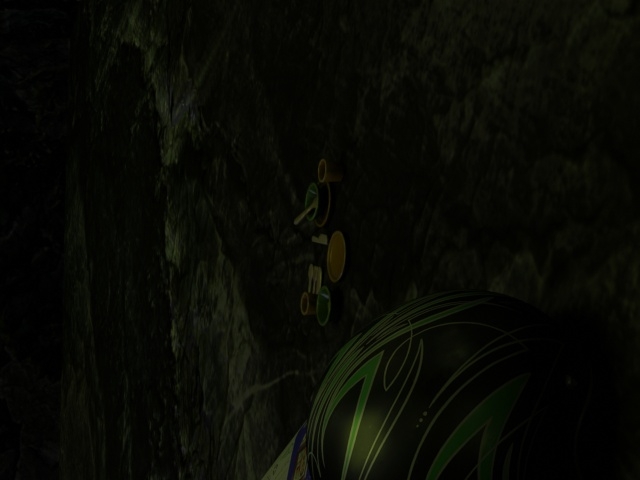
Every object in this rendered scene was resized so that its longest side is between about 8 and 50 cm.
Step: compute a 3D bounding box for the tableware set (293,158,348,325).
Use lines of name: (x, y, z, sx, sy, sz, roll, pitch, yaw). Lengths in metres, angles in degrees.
tableware set: (0.000, 0.000, 1.100, 0.104, 0.024, 0.154, -165, 80, -70)

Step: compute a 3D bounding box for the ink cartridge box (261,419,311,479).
ink cartridge box: (-0.017, 0.238, 0.936, 0.206, 0.045, 0.208, -56, 13, 40)

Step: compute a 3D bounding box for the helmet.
helmet: (0.075, 0.111, 0.681, 0.169, 0.169, 0.161, -142, 42, -67)
